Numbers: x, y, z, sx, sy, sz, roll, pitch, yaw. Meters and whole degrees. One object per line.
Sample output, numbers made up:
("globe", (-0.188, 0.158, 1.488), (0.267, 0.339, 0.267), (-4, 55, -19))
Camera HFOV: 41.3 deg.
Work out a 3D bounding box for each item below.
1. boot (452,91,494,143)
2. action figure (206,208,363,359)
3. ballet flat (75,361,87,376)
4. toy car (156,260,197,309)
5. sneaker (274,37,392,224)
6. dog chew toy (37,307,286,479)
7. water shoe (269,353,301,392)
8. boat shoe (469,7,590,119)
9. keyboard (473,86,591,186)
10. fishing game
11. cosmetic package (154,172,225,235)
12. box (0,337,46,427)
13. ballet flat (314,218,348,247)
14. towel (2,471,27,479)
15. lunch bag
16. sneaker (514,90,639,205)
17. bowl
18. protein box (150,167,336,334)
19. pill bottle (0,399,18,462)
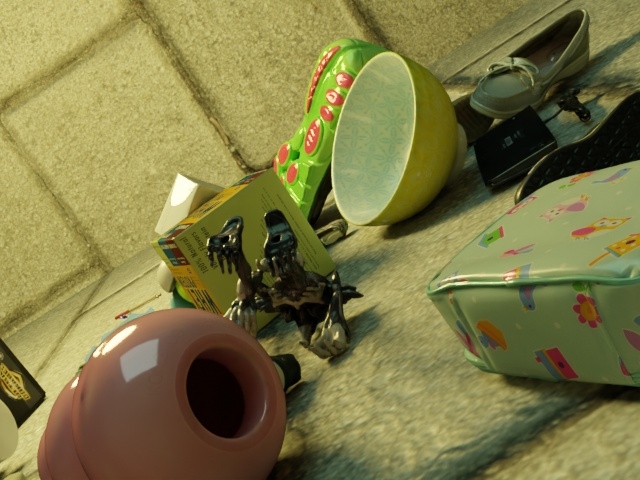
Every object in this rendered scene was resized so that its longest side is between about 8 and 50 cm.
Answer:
("boot", (0.216, -0.209, 1.689), (0.248, 0.090, 0.207), (-39, 15, -11))
("action figure", (-0.045, 0.076, 1.060), (0.164, 0.276, 0.141), (-3, 61, 18))
("ballet flat", (-0.390, 0.238, 1.555), (0.070, 0.070, 0.188), (-41, 18, -33))
("toy car", (-0.217, 0.092, 1.548), (0.182, 0.159, 0.136), (-69, 3, -71))
("sneaker", (0.044, -0.184, 1.694), (0.202, 0.185, 0.483), (-1, -34, -25))
("dog chew toy", (-0.184, 0.200, 0.872), (0.331, 0.207, 0.206), (-33, 8, 43))
("water shoe", (-0.109, 0.189, 1.044), (0.203, 0.073, 0.080), (-19, -4, 36))
("boat shoe", (0.397, -0.330, 1.587), (0.320, 0.103, 0.118), (-33, 50, -27))
("keyboard", (0.342, -0.170, 1.357), (0.201, 0.033, 0.317), (-32, 13, 16))
("fishing game", (-0.412, 0.210, 1.777), (0.189, 0.041, 0.264), (-29, 21, 21))
("cosmetic package", (-0.167, -0.030, 1.519), (0.085, 0.231, 0.117), (28, 97, 47))
("box", (-0.714, 0.279, 1.659), (0.073, 0.296, 0.293), (-31, 11, 19))
("ballet flat", (0.000, 0.000, 1.549), (0.114, 0.041, 0.041), (-30, 12, 18))
("towel", (-0.520, 0.458, 1.069), (0.312, 0.056, 0.324), (-35, 14, 6))
("lunch bag", (0.242, 0.015, 0.690), (0.224, 0.108, 0.279), (-36, 13, -28))
("sneaker", (0.322, -0.083, 1.008), (0.234, 0.084, 0.097), (-35, -12, -14))
("bowl", (0.149, -0.157, 1.416), (0.156, 0.290, 0.289), (8, -5, -24))
("protein box", (-0.125, 0.023, 1.380), (0.201, 0.200, 0.136), (-39, 14, -22))
("pill bottle", (-0.676, 0.380, 1.426), (0.322, 0.182, 0.181), (-31, 12, 13))
